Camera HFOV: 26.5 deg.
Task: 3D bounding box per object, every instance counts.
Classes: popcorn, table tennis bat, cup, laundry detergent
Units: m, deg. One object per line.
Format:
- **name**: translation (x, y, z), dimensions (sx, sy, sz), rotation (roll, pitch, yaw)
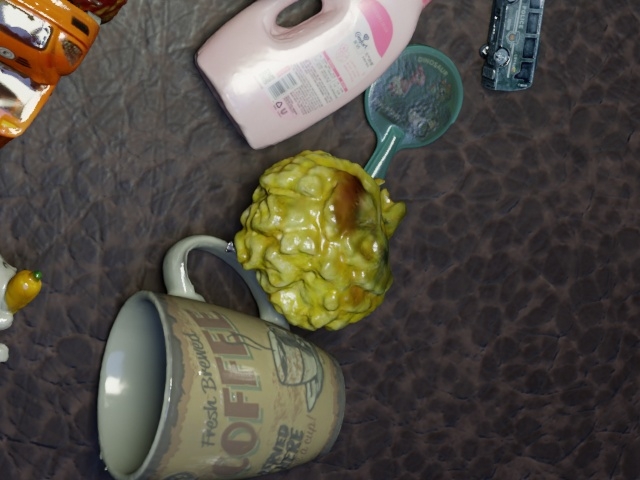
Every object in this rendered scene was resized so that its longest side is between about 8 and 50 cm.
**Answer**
- **popcorn**: translation (0.000, -0.002, 1.597), dimensions (0.169, 0.189, 0.218), rotation (-8, 121, 25)
- **table tennis bat**: translation (0.097, -0.144, 1.665), dimensions (0.124, 0.033, 0.201), rotation (26, 94, -18)
- **cup**: translation (-0.112, 0.147, 1.630), dimensions (0.257, 0.227, 0.301), rotation (9, 75, -30)
- **laundry detergent**: translation (0.024, -0.250, 1.584), dimensions (0.335, 0.088, 0.159), rotation (-35, 110, -4)

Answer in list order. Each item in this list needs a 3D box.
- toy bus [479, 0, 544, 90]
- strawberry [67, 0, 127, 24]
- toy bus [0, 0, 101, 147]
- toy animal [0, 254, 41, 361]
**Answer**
- **toy bus**: translation (0.237, -0.265, 1.656), dimensions (0.065, 0.047, 0.165), rotation (2, 106, -19)
- **strawberry**: translation (-0.295, -0.366, 1.363), dimensions (0.292, 0.292, 0.343), rotation (-34, 108, -3)
- **toy bus**: translation (-0.345, -0.171, 1.375), dimensions (0.143, 0.329, 0.153), rotation (30, 70, -21)
- **toy animal**: translation (-0.398, 0.046, 1.549), dimensions (0.127, 0.131, 0.181), rotation (1, 97, -37)
